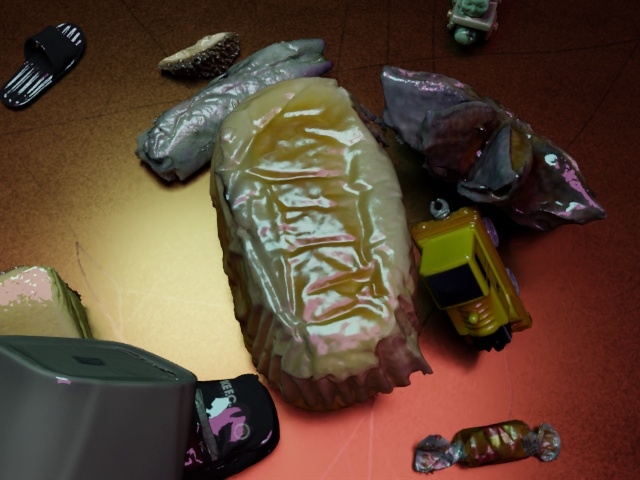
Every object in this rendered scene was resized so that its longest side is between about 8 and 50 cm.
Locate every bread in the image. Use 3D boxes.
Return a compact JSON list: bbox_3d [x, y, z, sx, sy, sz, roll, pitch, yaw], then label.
[{"bbox_3d":[-0.315,0.179,0.762,0.168,0.163,0.263,-23,73,-13],"label":"bread"},{"bbox_3d":[-0.013,0.001,0.833,0.236,0.183,0.388,-9,65,2],"label":"bread"}]

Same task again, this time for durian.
[{"bbox_3d":[-0.171,-0.269,1.004,0.130,0.052,0.066,-28,71,-13],"label":"durian"}]

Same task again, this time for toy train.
[{"bbox_3d":[0.241,-0.387,1.039,0.081,0.125,0.193,16,68,6],"label":"toy train"},{"bbox_3d":[0.179,0.053,0.835,0.089,0.219,0.127,-20,24,24],"label":"toy train"}]

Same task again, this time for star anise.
[{"bbox_3d":[0.203,-0.113,0.877,0.332,0.332,0.117,39,108,11],"label":"star anise"}]

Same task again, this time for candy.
[{"bbox_3d":[0.201,0.244,0.832,0.182,0.046,0.053,-5,71,-8],"label":"candy"}]

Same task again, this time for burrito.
[{"bbox_3d":[-0.117,-0.193,0.971,0.309,0.066,0.096,-37,80,-15],"label":"burrito"}]

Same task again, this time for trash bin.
[{"bbox_3d":[-0.236,0.229,0.655,0.219,0.220,0.249,12,89,42],"label":"trash bin"}]

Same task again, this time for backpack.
[{"bbox_3d":[-0.130,0.212,0.791,0.165,0.105,0.119,-24,68,-9],"label":"backpack"}]

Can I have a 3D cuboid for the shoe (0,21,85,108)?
[{"bbox_3d":[-0.393,-0.255,0.985,0.062,0.053,0.159,30,73,12],"label":"shoe"}]
